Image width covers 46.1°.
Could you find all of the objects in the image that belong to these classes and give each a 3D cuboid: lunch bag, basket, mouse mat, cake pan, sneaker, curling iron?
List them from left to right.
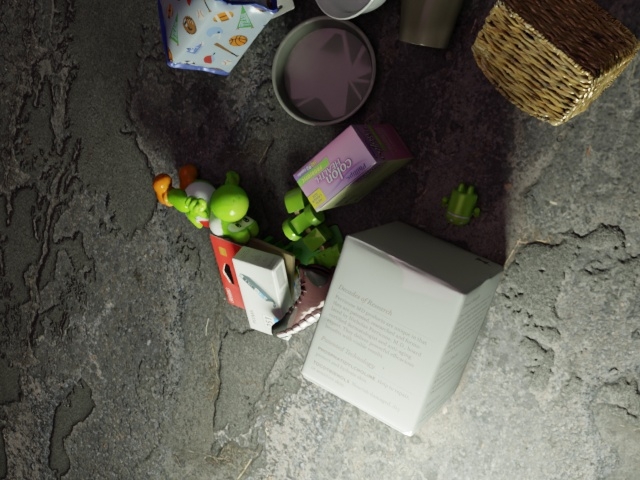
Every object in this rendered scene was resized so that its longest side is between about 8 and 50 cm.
[{"bbox_3d":[-0.310,-0.709,2.058,0.328,0.239,0.385,-33,62,49],"label":"lunch bag"},{"bbox_3d":[-0.047,0.151,2.088,0.281,0.106,0.162,-28,99,20],"label":"sneaker"},{"bbox_3d":[-0.011,-0.433,2.089,0.068,0.035,0.274,-36,81,29],"label":"curling iron"},{"bbox_3d":[0.000,0.048,2.182,0.189,0.007,0.152,-21,88,31],"label":"mouse mat"},{"bbox_3d":[0.013,-0.454,2.031,0.293,0.054,0.293,1,92,18],"label":"cake pan"},{"bbox_3d":[0.273,-0.596,1.840,0.204,0.154,0.227,33,120,45],"label":"basket"},{"bbox_3d":[0.537,-0.437,1.750,0.299,0.223,0.213,45,150,15],"label":"basket"}]

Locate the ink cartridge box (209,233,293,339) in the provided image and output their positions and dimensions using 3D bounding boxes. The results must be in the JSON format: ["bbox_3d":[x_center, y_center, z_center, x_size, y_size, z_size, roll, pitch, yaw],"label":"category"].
[{"bbox_3d":[-0.209,0.140,2.202,0.261,0.066,0.296,16,137,26],"label":"ink cartridge box"}]

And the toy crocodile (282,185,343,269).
[{"bbox_3d":[0.000,0.000,2.121,0.115,0.105,0.340,-35,86,29],"label":"toy crocodile"}]

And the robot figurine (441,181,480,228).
[{"bbox_3d":[0.360,-0.090,1.921,0.101,0.067,0.115,19,108,13],"label":"robot figurine"}]

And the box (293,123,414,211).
[{"bbox_3d":[0.089,-0.193,1.955,0.213,0.243,0.117,-38,80,29],"label":"box"}]

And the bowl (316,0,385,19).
[{"bbox_3d":[0.113,-0.702,1.895,0.298,0.134,0.298,9,102,50],"label":"bowl"}]

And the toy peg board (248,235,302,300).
[{"bbox_3d":[-0.126,0.073,2.224,0.161,0.079,0.161,22,125,29],"label":"toy peg board"}]

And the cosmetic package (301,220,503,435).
[{"bbox_3d":[0.211,0.203,1.904,0.327,0.329,0.394,26,109,24],"label":"cosmetic package"}]

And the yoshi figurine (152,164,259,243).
[{"bbox_3d":[-0.322,-0.129,2.205,0.362,0.203,0.203,30,88,31],"label":"yoshi figurine"}]

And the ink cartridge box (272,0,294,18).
[{"bbox_3d":[-0.126,-0.716,2.088,0.115,0.067,0.198,-15,90,31],"label":"ink cartridge box"}]
